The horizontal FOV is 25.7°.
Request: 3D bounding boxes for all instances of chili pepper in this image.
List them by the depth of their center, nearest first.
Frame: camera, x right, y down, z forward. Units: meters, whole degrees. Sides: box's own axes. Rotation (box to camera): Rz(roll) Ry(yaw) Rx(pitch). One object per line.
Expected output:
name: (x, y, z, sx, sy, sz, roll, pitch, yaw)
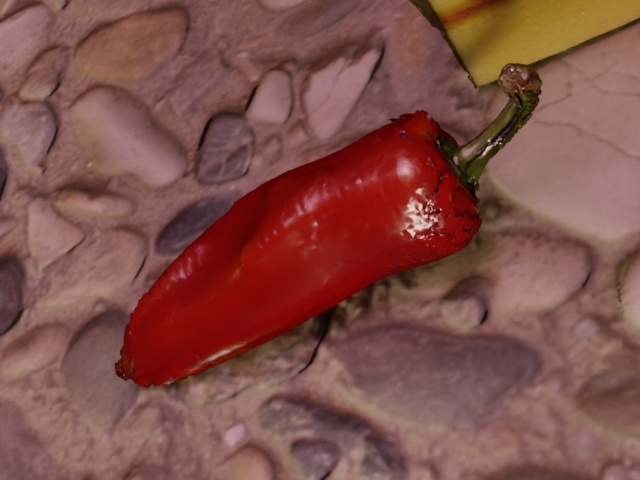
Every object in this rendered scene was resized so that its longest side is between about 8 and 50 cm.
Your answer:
chili pepper: (0.000, 0.000, 0.988, 0.387, 0.110, 0.110, -29, 46, 20)

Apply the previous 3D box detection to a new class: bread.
bread: (0.180, -0.252, 1.014, 0.264, 0.167, 0.163, -21, 48, 15)
